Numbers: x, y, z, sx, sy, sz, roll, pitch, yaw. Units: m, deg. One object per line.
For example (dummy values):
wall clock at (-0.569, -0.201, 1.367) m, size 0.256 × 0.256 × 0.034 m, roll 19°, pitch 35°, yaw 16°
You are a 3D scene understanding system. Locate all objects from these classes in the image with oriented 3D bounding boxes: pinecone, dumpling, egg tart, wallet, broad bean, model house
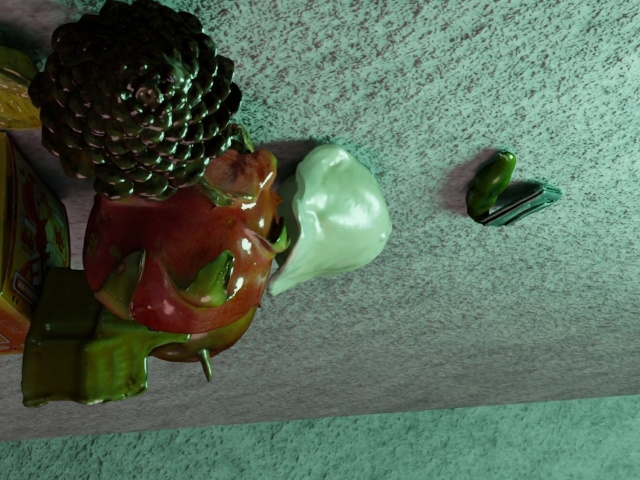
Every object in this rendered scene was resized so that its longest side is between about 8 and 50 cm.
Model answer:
pinecone at (-0.226, -0.157, 1.476) m, size 0.246 × 0.246 × 0.292 m, roll 1°, pitch 174°, yaw -10°
dumpling at (0.000, 0.000, 1.930) m, size 0.187 × 0.243 × 0.318 m, roll 25°, pitch 149°, yaw 9°
egg tart at (-0.415, -0.198, 1.534) m, size 0.191 × 0.074 × 0.191 m, roll 7°, pitch 162°, yaw 2°
wallet at (0.344, -0.053, 2.079) m, size 0.129 × 0.026 × 0.088 m, roll -30°, pitch 163°, yaw 27°
broad bean at (0.273, -0.078, 2.028) m, size 0.060 × 0.043 × 0.297 m, roll -13°, pitch 162°, yaw -8°
model house at (-0.294, 0.138, 1.804) m, size 0.239 × 0.268 × 0.173 m, roll -4°, pitch 146°, yaw 16°

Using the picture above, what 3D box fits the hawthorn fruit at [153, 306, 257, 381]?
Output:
hawthorn fruit at (-0.224, 0.093, 2.047) m, size 0.276 × 0.298 × 0.277 m, roll -12°, pitch 170°, yaw -2°

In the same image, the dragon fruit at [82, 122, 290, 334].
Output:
dragon fruit at (-0.186, -0.041, 1.719) m, size 0.305 × 0.305 × 0.226 m, roll 3°, pitch 137°, yaw -17°

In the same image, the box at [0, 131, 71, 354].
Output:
box at (-0.518, 0.015, 1.847) m, size 0.213 × 0.260 × 0.283 m, roll -7°, pitch 159°, yaw 5°
